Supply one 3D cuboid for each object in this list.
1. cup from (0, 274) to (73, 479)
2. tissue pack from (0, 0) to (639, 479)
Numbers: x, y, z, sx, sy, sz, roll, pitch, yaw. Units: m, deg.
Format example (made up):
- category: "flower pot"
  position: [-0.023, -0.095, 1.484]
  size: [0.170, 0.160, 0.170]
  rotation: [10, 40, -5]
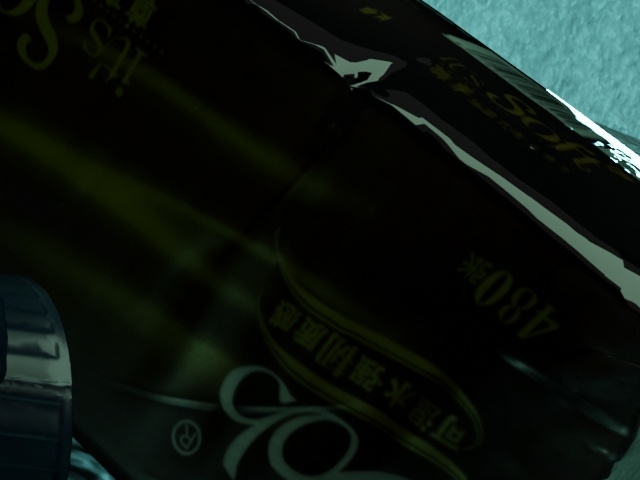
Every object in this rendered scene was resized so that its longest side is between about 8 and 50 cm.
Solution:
- category: "cup"
  position: [-0.148, 0.040, 0.420]
  size: [0.138, 0.150, 0.113]
  rotation: [12, 26, -32]
- category: "tissue pack"
  position: [0.000, 0.000, 0.622]
  size: [0.370, 0.198, 0.210]
  rotation: [39, 12, 27]
